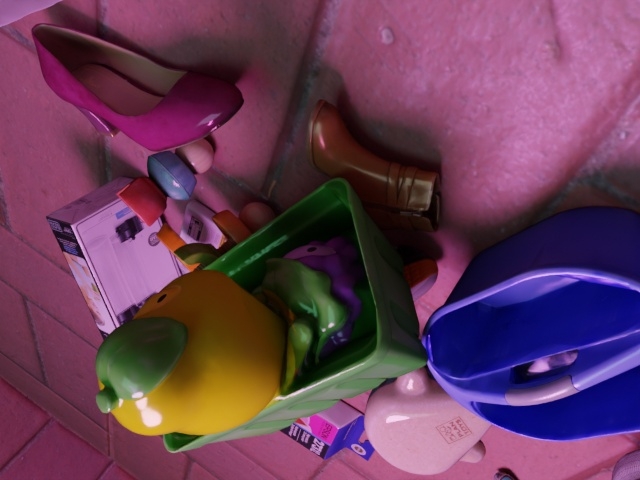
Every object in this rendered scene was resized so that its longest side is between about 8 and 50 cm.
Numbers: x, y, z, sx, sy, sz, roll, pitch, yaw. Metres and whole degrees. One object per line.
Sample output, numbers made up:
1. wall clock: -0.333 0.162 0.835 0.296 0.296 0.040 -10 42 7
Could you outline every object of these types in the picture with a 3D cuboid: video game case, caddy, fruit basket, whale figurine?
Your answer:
1. video game case: -0.178 0.053 1.102 0.206 0.026 0.227 35 140 5
2. caddy: 0.278 0.119 0.691 0.241 0.179 0.341 44 140 -8
3. fruit basket: -0.097 0.104 0.707 0.391 0.283 0.392 -6 145 -4
4. whale figurine: 0.202 0.260 0.948 0.272 0.141 0.216 -33 106 24

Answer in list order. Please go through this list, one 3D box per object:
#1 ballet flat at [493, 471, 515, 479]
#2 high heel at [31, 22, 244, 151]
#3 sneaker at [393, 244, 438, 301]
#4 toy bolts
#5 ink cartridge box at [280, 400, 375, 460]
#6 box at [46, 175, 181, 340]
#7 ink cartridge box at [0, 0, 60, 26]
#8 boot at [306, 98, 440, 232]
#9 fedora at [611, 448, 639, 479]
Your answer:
1. ballet flat: 0.356 0.462 1.074 0.114 0.041 0.041 49 140 -11
2. high heel: -0.271 -0.228 0.817 0.377 0.127 0.181 6 141 38
3. sneaker: 0.090 0.096 0.901 0.121 0.099 0.262 26 138 -32
4. toy bolts: -0.197 -0.053 0.949 0.228 0.158 0.218 51 167 -25
5. ink cartridge box: -0.048 0.365 1.272 0.370 0.069 0.176 27 139 11
6. box: -0.365 0.047 1.104 0.087 0.169 0.290 14 128 36
7. ink cartridge box: -0.487 -0.352 0.799 0.307 0.223 0.129 3 128 35
8. boot: 0.072 -0.090 0.739 0.152 0.073 0.197 12 146 30
9. fedora: 0.515 0.340 0.735 0.244 0.124 0.275 57 152 4
